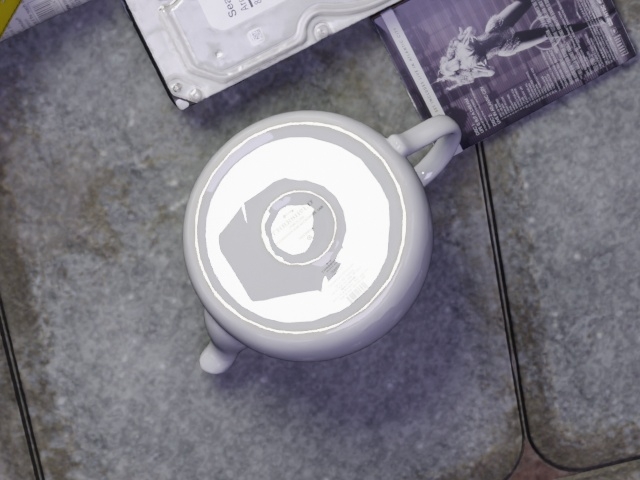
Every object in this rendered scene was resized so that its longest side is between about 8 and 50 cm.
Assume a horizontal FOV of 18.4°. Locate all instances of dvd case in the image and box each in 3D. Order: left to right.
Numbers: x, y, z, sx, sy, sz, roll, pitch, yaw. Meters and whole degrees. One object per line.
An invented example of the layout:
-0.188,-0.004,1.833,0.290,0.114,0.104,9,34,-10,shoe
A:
0.181,-0.200,1.943,0.221,0.018,0.164,-29,109,-1,dvd case

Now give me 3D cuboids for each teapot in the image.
0.000,0.000,1.889,0.256,0.187,0.253,1,81,12,teapot

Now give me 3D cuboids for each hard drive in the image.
-0.036,-0.300,1.846,0.339,0.064,0.237,-26,108,-5,hard drive

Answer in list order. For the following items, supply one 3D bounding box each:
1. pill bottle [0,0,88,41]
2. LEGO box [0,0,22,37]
-0.321,-0.237,1.790,0.229,0.131,0.131,-25,108,-2,pill bottle
-0.482,-0.206,1.645,0.372,0.193,0.500,30,92,9,LEGO box
